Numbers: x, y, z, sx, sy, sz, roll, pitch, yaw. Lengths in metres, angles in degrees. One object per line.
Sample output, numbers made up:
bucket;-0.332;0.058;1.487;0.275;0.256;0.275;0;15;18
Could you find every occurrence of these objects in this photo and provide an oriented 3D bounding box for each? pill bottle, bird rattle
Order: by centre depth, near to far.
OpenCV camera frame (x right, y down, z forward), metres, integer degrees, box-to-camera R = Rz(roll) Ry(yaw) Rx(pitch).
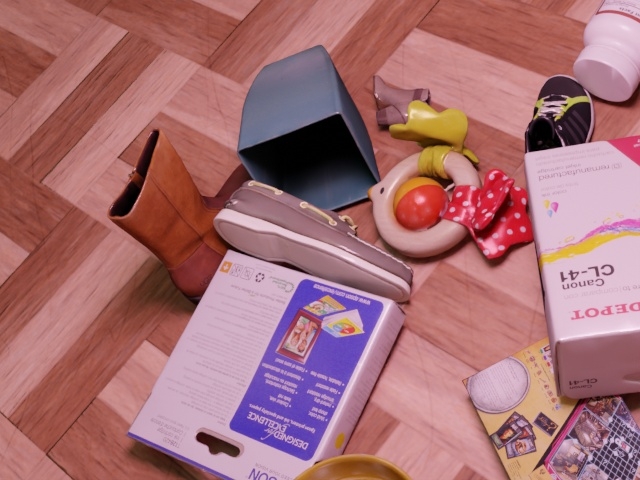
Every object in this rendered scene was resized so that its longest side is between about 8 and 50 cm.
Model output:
bird rattle;0.175;-0.058;1.722;0.207;0.143;0.253;-36;60;15
pill bottle;0.449;-0.307;1.730;0.121;0.121;0.216;21;69;37

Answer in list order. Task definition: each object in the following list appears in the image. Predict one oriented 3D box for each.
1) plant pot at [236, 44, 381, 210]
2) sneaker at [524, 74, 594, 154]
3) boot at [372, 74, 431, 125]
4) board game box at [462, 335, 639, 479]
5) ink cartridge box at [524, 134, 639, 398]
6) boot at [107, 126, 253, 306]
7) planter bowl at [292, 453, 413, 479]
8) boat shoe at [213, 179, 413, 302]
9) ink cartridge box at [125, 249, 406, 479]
plant pot;-0.018;-0.177;1.859;0.165;0.165;0.234;-19;40;14
sneaker;0.330;-0.153;1.694;0.084;0.097;0.234;-6;54;23
boot;0.127;-0.220;1.893;0.087;0.042;0.118;-13;53;11
board game box;0.292;0.232;1.468;0.165;0.042;0.243;-28;48;7
ink cartridge box;0.378;0.023;1.488;0.226;0.131;0.306;-8;47;8
boot;-0.187;-0.071;1.780;0.096;0.280;0.264;13;64;34
planter bowl;0.042;0.373;1.462;0.217;0.090;0.217;-14;52;19
boat shoe;0.000;-0.002;1.721;0.305;0.109;0.091;21;62;18
ink cartridge box;-0.075;0.186;1.675;0.304;0.072;0.307;17;73;35
